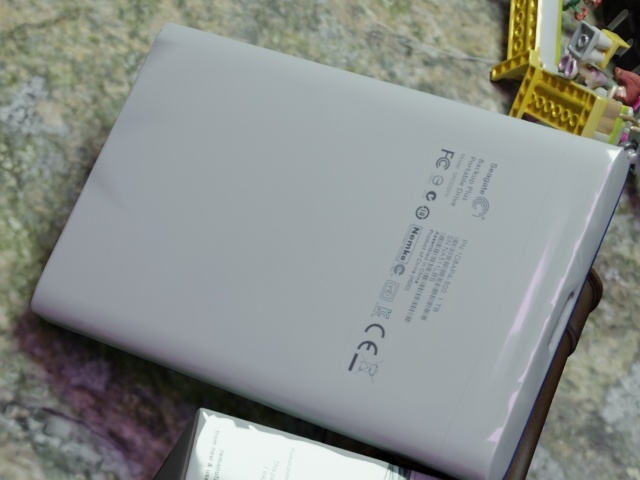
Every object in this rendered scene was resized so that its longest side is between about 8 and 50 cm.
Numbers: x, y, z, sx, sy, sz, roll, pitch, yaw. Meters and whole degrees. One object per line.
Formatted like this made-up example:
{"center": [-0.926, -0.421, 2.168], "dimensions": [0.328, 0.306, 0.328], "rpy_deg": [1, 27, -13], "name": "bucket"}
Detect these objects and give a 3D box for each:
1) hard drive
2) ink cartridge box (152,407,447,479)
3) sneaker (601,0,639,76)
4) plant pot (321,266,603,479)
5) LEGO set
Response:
{"center": [0.000, 0.000, 1.046], "dimensions": [0.319, 0.040, 0.210], "rpy_deg": [18, 77, 26], "name": "hard drive"}
{"center": [0.002, 0.189, 1.006], "dimensions": [0.208, 0.153, 0.087], "rpy_deg": [18, 58, -10], "name": "ink cartridge box"}
{"center": [0.328, -0.128, 1.322], "dimensions": [0.162, 0.106, 0.281], "rpy_deg": [-11, 77, -30], "name": "sneaker"}
{"center": [0.078, 0.086, 1.090], "dimensions": [0.167, 0.167, 0.165], "rpy_deg": [21, 68, -7], "name": "plant pot"}
{"center": [0.208, -0.137, 1.276], "dimensions": [0.107, 0.132, 0.287], "rpy_deg": [16, 35, -29], "name": "LEGO set"}
